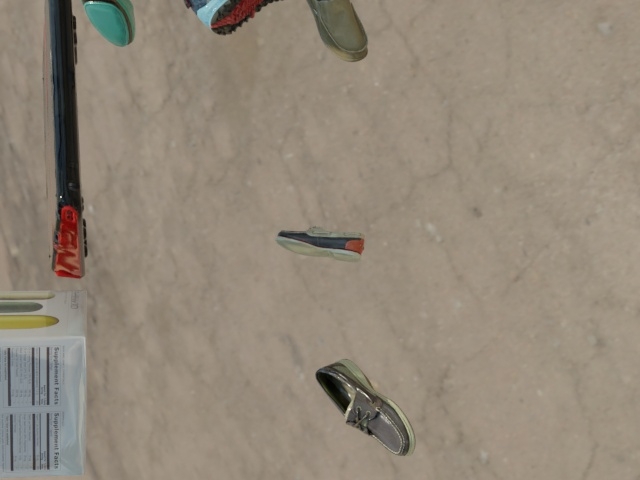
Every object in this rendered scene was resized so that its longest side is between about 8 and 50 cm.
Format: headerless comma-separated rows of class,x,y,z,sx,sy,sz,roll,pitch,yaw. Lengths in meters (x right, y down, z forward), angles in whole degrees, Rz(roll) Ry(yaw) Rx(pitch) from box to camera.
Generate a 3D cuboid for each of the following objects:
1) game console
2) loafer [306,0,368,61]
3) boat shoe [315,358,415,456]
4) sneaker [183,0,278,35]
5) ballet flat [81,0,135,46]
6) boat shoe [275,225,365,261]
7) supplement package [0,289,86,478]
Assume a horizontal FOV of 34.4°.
game console,-0.368,-0.161,1.502,0.342,0.060,0.386,130,135,-65
loafer,0.018,-0.308,1.393,0.148,0.056,0.050,58,165,8
boat shoe,0.048,0.195,1.183,0.152,0.049,0.056,41,128,41
sneaker,-0.120,-0.452,1.714,0.125,0.262,0.104,41,147,15
ballet flat,-0.351,-0.412,1.668,0.083,0.087,0.247,12,160,20
boat shoe,0.000,0.000,1.578,0.049,0.137,0.043,77,-156,-69
supplement package,-0.446,0.187,1.379,0.199,0.263,0.198,-128,40,-70
